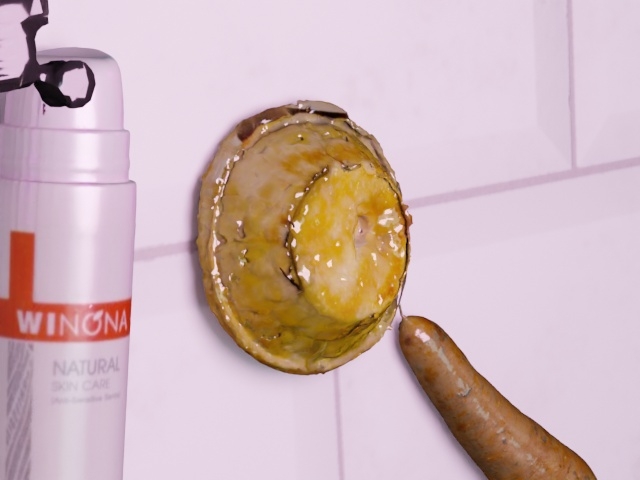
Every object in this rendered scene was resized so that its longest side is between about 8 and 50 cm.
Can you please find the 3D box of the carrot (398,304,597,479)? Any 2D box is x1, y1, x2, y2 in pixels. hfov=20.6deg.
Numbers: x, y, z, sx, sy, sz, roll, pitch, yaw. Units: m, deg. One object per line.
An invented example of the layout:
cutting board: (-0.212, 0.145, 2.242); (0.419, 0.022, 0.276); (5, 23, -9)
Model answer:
carrot: (0.137, 0.147, 1.482); (0.298, 0.078, 0.078); (48, 66, -27)

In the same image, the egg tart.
egg tart: (0.002, 0.001, 1.332); (0.213, 0.090, 0.212); (-3, 94, -42)

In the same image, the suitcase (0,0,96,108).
suitcase: (-0.325, -0.129, 0.943); (0.335, 0.230, 0.152); (-13, 104, -39)

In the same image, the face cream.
face cream: (-0.175, 0.044, 1.177); (0.102, 0.102, 0.345); (-3, 99, -40)
